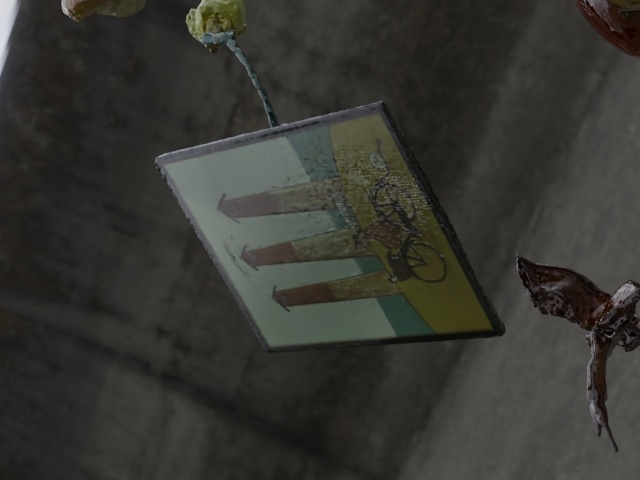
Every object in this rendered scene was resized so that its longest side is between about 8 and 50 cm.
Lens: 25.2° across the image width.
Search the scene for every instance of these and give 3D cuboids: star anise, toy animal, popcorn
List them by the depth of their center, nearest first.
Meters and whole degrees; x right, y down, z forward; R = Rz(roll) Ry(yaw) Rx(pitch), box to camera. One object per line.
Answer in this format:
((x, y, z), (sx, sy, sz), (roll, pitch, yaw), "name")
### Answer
((0.252, 0.106, 1.365), (0.140, 0.158, 0.144), (20, 75, 51), "star anise")
((-0.055, -0.105, 1.530), (0.070, 0.079, 0.253), (-82, -25, -64), "toy animal")
((-0.109, -0.243, 1.572), (0.068, 0.059, 0.083), (-39, 13, 13), "popcorn")

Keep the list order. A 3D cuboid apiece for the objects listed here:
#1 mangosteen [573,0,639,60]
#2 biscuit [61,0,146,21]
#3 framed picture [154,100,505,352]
((0.260, -0.209, 0.964), (0.257, 0.215, 0.215), (-45, -22, -60), "mangosteen")
((-0.153, -0.251, 1.228), (0.061, 0.183, 0.118), (-94, -20, -52), "biscuit")
((0.000, 0.000, 1.354), (0.324, 0.244, 0.013), (-9, 26, 46), "framed picture")
